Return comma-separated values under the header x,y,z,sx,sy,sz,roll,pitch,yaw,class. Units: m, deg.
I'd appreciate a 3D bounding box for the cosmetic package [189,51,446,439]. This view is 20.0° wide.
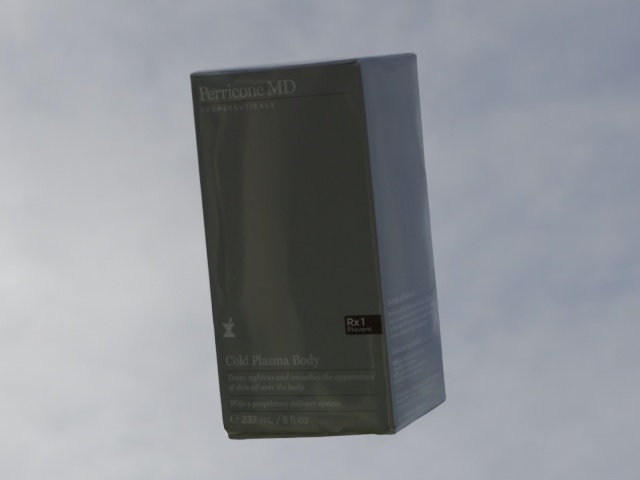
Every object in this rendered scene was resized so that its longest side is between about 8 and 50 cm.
x,y,z,sx,sy,sz,roll,pitch,yaw,class
0.000,0.000,1.168,0.127,0.107,0.238,-5,-82,26,cosmetic package
